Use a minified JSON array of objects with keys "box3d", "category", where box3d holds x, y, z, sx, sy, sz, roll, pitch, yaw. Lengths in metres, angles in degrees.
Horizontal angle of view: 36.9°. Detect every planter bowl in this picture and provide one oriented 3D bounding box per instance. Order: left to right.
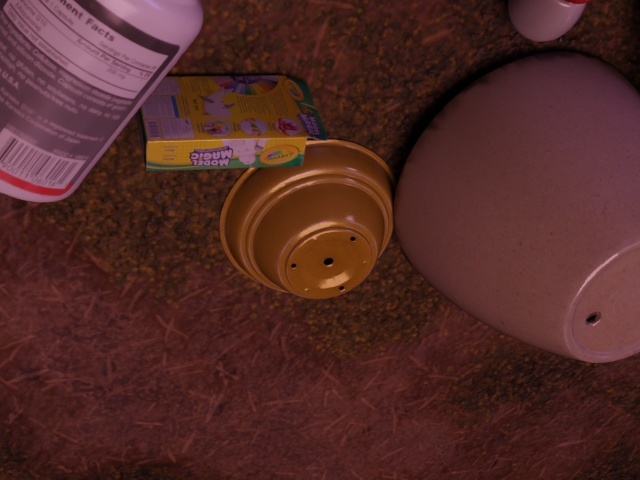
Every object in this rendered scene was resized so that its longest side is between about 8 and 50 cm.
[{"box3d":[0.000,0.000,1.087,0.217,0.090,0.217,-9,130,-11],"category":"planter bowl"}]

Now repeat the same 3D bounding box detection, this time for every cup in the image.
[{"box3d":[0.277,-0.006,1.052,0.331,0.237,0.331,-12,129,-15],"category":"cup"}]

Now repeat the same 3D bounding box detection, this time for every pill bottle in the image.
[{"box3d":[-0.205,-0.183,0.825,0.161,0.161,0.283,29,114,-34],"category":"pill bottle"}]

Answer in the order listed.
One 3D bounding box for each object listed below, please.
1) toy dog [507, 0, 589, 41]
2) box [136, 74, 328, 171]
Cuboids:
[{"box3d":[0.290,-0.294,0.850,0.161,0.334,0.220,-48,119,-17],"category":"toy dog"},{"box3d":[-0.089,-0.119,0.950,0.179,0.105,0.043,-4,137,-15],"category":"box"}]
